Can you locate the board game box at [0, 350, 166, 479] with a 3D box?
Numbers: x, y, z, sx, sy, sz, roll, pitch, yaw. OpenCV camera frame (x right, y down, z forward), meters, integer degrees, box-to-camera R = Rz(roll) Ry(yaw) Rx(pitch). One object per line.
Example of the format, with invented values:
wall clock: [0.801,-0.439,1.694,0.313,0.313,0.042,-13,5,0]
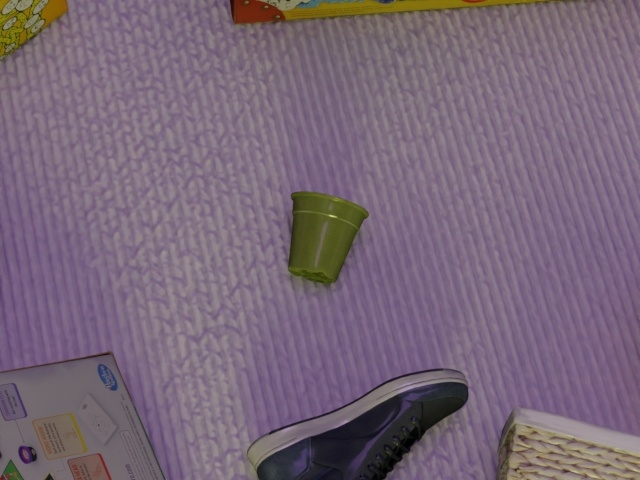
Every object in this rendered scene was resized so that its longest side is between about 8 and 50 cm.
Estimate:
board game box: [-0.290,0.238,1.599,0.316,0.064,0.242,-6,62,-39]

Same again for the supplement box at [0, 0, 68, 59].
supplement box: [-0.461,-0.246,1.818,0.356,0.194,0.195,-41,74,-19]

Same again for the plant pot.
plant pot: [0.000,0.000,1.805,0.083,0.083,0.079,14,77,3]

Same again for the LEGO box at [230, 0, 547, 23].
LEGO box: [0.148,-0.416,1.839,0.500,0.372,0.193,-5,66,-5]

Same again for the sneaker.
sneaker: [0.062,0.228,1.685,0.226,0.086,0.163,-24,58,-3]

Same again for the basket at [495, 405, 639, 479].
basket: [0.249,0.238,1.688,0.167,0.113,0.103,15,69,3]
